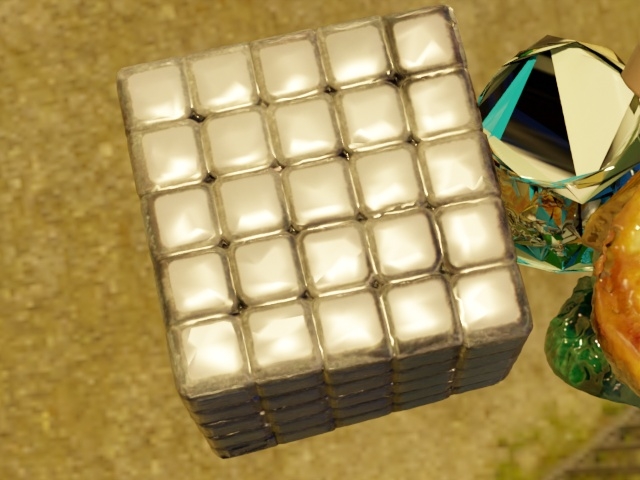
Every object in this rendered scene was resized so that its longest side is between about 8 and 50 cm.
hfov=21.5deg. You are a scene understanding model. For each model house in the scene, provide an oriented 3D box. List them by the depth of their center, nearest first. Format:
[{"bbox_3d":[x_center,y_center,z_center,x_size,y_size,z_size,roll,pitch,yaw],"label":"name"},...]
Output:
[{"bbox_3d":[0.360,-0.008,1.607,0.280,0.230,0.249,-42,139,-39],"label":"model house"}]

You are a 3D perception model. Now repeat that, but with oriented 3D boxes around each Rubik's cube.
[{"bbox_3d":[0.000,0.000,1.176,0.237,0.237,0.238,80,-4,-75],"label":"Rubik's cube"}]

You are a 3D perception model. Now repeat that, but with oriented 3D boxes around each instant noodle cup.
[{"bbox_3d":[0.275,-0.101,1.880,0.178,0.240,0.240,59,34,-60],"label":"instant noodle cup"}]

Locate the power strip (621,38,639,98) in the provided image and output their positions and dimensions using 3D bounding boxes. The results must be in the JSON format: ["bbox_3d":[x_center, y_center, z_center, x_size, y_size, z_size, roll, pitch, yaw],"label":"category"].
[{"bbox_3d":[0.301,-0.116,1.243,0.154,0.154,0.078,-9,130,-61],"label":"power strip"}]

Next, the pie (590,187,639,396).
[{"bbox_3d":[0.322,0.018,1.050,0.092,0.315,0.315,44,46,-40],"label":"pie"}]
